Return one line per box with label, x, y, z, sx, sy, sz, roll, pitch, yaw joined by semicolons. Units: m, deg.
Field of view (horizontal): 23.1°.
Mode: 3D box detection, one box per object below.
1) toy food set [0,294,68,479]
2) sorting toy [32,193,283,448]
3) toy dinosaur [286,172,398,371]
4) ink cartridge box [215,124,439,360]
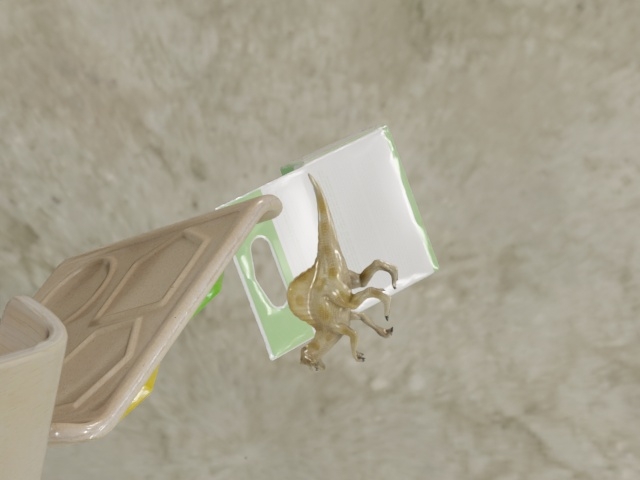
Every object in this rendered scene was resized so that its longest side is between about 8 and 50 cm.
toy food set;-0.222;0.142;0.581;0.092;0.306;0.219;21;106;25
sorting toy;-0.130;0.059;0.888;0.038;0.193;0.208;55;47;-19
toy dinosaur;0.017;0.040;1.327;0.093;0.053;0.183;6;111;8
ink cartridge box;0.000;0.000;1.614;0.235;0.056;0.171;-27;103;-30
